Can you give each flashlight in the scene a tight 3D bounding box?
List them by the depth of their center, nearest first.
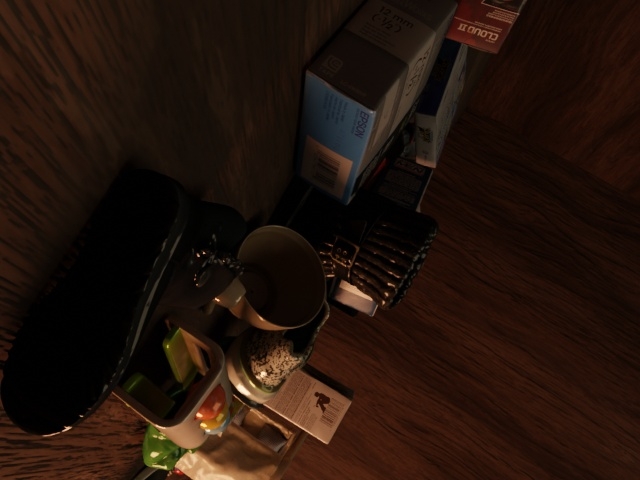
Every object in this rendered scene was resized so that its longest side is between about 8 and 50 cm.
[{"bbox_3d":[0.220,-0.260,1.490,0.103,0.103,0.304,-58,172,23],"label":"flashlight"}]

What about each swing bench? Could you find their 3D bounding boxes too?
[{"bbox_3d":[-0.191,0.483,1.346,0.165,0.253,0.255,-60,171,15],"label":"swing bench"}]

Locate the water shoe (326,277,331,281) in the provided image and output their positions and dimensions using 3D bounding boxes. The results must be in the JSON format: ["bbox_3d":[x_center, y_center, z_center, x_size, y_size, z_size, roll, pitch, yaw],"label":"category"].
[{"bbox_3d":[0.000,0.000,1.116,0.073,0.080,0.203,-111,-151,-47],"label":"water shoe"}]

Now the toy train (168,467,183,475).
[{"bbox_3d":[-0.300,0.576,1.419,0.105,0.143,0.248,-61,170,19],"label":"toy train"}]

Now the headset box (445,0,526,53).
[{"bbox_3d":[0.270,-0.453,0.857,0.293,0.110,0.218,112,-10,-49],"label":"headset box"}]

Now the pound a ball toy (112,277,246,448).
[{"bbox_3d":[-0.173,0.191,0.831,0.208,0.136,0.319,-53,170,-25],"label":"pound a ball toy"}]

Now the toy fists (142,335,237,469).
[{"bbox_3d":[-0.229,0.313,1.073,0.279,0.096,0.142,-49,169,-49],"label":"toy fists"}]

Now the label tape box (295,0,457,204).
[{"bbox_3d":[0.105,-0.257,0.861,0.347,0.115,0.249,-52,169,-23],"label":"label tape box"}]

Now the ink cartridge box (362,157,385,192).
[{"bbox_3d":[0.080,-0.116,1.306,0.134,0.078,0.231,-57,171,-13],"label":"ink cartridge box"}]

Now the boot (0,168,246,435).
[{"bbox_3d":[-0.167,0.061,0.549,0.246,0.094,0.207,-63,167,-4],"label":"boot"}]

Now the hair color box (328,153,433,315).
[{"bbox_3d":[0.136,-0.023,1.205,0.347,0.105,0.173,-58,168,-49],"label":"hair color box"}]

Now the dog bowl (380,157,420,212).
[{"bbox_3d":[0.231,-0.072,1.591,0.349,0.102,0.348,-4,90,-80],"label":"dog bowl"}]

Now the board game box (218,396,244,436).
[{"bbox_3d":[-0.207,0.325,1.199,0.154,0.103,0.026,-50,168,-42],"label":"board game box"}]

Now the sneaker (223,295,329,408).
[{"bbox_3d":[-0.034,0.162,1.137,0.182,0.158,0.410,-31,-165,29],"label":"sneaker"}]

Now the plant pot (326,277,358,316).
[{"bbox_3d":[0.058,0.063,1.527,0.187,0.188,0.167,-54,159,-18],"label":"plant pot"}]

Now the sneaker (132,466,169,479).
[{"bbox_3d":[-0.358,0.575,1.114,0.296,0.147,0.104,-46,163,-56],"label":"sneaker"}]

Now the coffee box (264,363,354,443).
[{"bbox_3d":[-0.076,0.345,1.344,0.118,0.297,0.168,-60,170,-5],"label":"coffee box"}]

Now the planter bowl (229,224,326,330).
[{"bbox_3d":[-0.087,0.069,0.880,0.109,0.162,0.162,-28,-164,47],"label":"planter bowl"}]

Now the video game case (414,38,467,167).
[{"bbox_3d":[0.301,-0.358,1.403,0.244,0.061,0.269,62,47,-65],"label":"video game case"}]

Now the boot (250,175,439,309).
[{"bbox_3d":[0.019,0.054,0.981,0.348,0.260,0.131,-61,170,22],"label":"boot"}]
